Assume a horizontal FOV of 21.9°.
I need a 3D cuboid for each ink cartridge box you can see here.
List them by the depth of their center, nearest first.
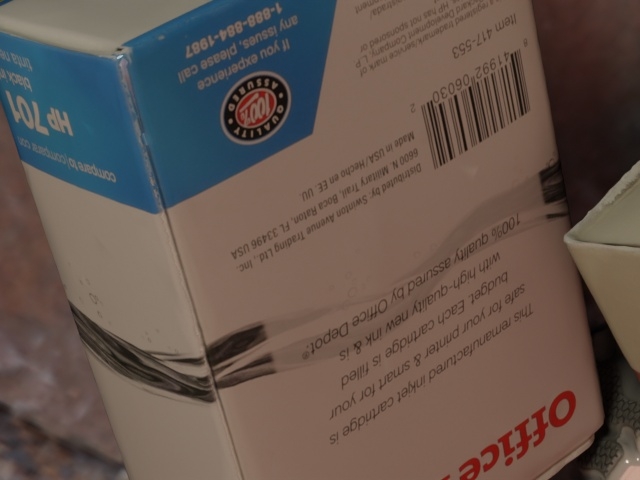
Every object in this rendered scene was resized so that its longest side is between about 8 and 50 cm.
[{"bbox_3d":[0.000,0.000,0.488,0.140,0.082,0.190,-31,122,-31],"label":"ink cartridge box"}]

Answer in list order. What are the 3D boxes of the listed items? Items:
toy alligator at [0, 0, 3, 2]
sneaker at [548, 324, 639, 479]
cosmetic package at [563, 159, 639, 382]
[{"bbox_3d":[-0.095,-0.082,0.499,0.189,0.056,0.051,46,66,-21],"label":"toy alligator"},{"bbox_3d":[0.102,0.140,0.582,0.115,0.105,0.281,29,111,-15],"label":"sneaker"},{"bbox_3d":[0.216,0.077,0.487,0.153,0.129,0.296,-40,113,-26],"label":"cosmetic package"}]
